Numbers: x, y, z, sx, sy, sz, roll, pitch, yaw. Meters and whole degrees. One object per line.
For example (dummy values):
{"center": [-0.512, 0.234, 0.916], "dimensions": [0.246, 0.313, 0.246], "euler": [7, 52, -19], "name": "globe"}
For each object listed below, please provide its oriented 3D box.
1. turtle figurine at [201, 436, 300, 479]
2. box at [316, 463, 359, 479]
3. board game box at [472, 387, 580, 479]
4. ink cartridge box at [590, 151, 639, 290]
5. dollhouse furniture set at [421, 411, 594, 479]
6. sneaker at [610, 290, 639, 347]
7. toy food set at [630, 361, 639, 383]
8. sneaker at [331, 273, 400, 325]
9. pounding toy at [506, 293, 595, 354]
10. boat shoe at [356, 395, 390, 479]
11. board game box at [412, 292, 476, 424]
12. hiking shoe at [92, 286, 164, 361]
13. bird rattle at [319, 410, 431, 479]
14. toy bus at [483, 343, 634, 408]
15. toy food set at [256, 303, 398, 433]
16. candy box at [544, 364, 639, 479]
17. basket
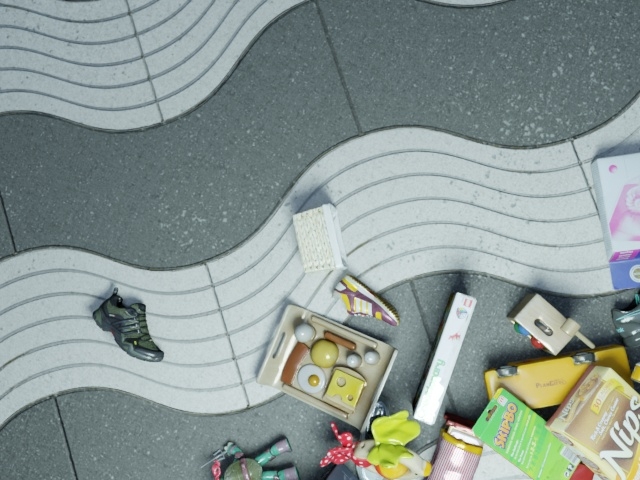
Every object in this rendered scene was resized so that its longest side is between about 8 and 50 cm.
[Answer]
{"center": [-0.177, 0.585, 1.740], "dimensions": [0.234, 0.118, 0.175], "euler": [-19, 83, -1], "name": "turtle figurine"}
{"center": [0.055, 0.742, 1.574], "dimensions": [0.343, 0.312, 0.179], "euler": [45, 117, 8], "name": "box"}
{"center": [0.468, 0.454, 1.582], "dimensions": [0.259, 0.039, 0.124], "euler": [38, 80, -9], "name": "board game box"}
{"center": [0.856, -0.061, 1.699], "dimensions": [0.325, 0.071, 0.329], "euler": [-9, 83, 5], "name": "ink cartridge box"}
{"center": [0.439, 0.565, 1.646], "dimensions": [0.375, 0.152, 0.201], "euler": [18, 87, 8], "name": "dollhouse furniture set"}
{"center": [0.826, 0.152, 1.667], "dimensions": [0.268, 0.101, 0.106], "euler": [-30, 80, 3], "name": "sneaker"}
{"center": [0.794, 0.298, 1.590], "dimensions": [0.111, 0.232, 0.104], "euler": [21, 86, 46], "name": "toy food set"}
{"center": [0.115, 0.169, 1.768], "dimensions": [0.185, 0.069, 0.083], "euler": [40, 99, 14], "name": "sneaker"}
{"center": [0.543, 0.219, 1.639], "dimensions": [0.181, 0.206, 0.094], "euler": [43, 91, 8], "name": "pounding toy"}
{"center": [0.130, 0.501, 1.724], "dimensions": [0.079, 0.081, 0.227], "euler": [6, 85, 7], "name": "boat shoe"}
{"center": [0.293, 0.275, 1.669], "dimensions": [0.053, 0.193, 0.305], "euler": [19, 87, 7], "name": "board game box"}
{"center": [-0.485, 0.223, 1.817], "dimensions": [0.227, 0.086, 0.114], "euler": [37, 93, 9], "name": "hiking shoe"}
{"center": [0.134, 0.502, 1.600], "dimensions": [0.207, 0.143, 0.254], "euler": [38, 133, -21], "name": "bird rattle"}
{"center": [0.561, 0.329, 1.665], "dimensions": [0.333, 0.130, 0.108], "euler": [-12, 85, 5], "name": "toy bus"}
{"center": [0.014, 0.313, 1.727], "dimensions": [0.306, 0.092, 0.219], "euler": [21, 87, 21], "name": "toy food set"}
{"center": [0.677, 0.449, 1.546], "dimensions": [0.316, 0.087, 0.183], "euler": [43, 78, -5], "name": "candy box"}
{"center": [0.000, 0.000, 1.770], "dimensions": [0.103, 0.113, 0.167], "euler": [-12, 84, 9], "name": "basket"}
